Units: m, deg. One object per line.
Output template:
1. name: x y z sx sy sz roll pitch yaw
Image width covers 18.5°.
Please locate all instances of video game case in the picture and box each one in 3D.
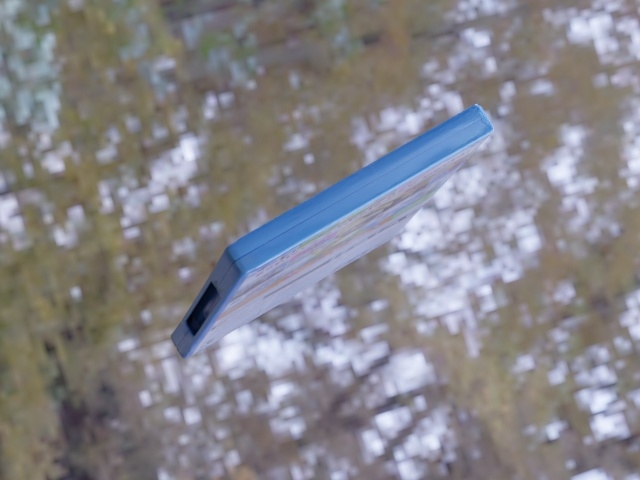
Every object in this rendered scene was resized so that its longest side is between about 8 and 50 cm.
1. video game case: 0.000 0.000 0.825 0.015 0.119 0.166 58 -17 6
